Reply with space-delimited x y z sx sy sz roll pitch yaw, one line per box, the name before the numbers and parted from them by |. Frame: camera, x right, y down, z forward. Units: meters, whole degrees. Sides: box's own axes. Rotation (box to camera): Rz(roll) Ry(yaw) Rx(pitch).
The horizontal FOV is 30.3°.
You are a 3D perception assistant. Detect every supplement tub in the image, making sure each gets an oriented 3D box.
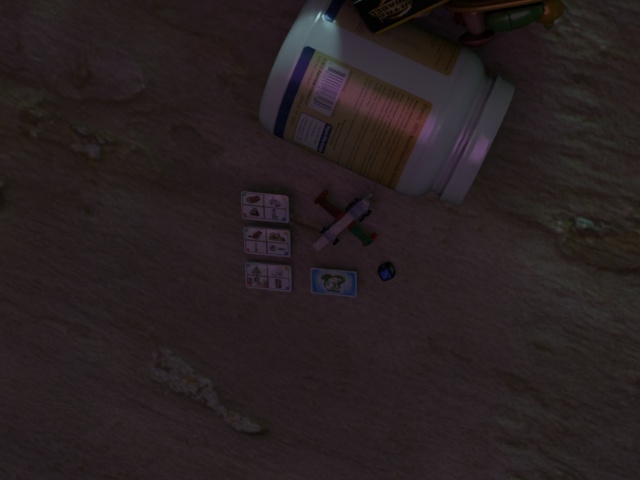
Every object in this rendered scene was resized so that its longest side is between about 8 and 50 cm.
supplement tub | 0.095 -0.200 1.685 0.316 0.228 0.228 25 111 2

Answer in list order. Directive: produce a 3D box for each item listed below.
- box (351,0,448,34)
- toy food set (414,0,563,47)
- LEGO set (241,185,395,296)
box | 0.175 -0.449 1.583 0.322 0.257 0.079 -24 141 17
toy food set | 0.249 -0.320 1.675 0.218 0.128 0.071 -6 116 14
LEGO set | 0.000 0.000 1.882 0.244 0.060 0.182 5 121 11
